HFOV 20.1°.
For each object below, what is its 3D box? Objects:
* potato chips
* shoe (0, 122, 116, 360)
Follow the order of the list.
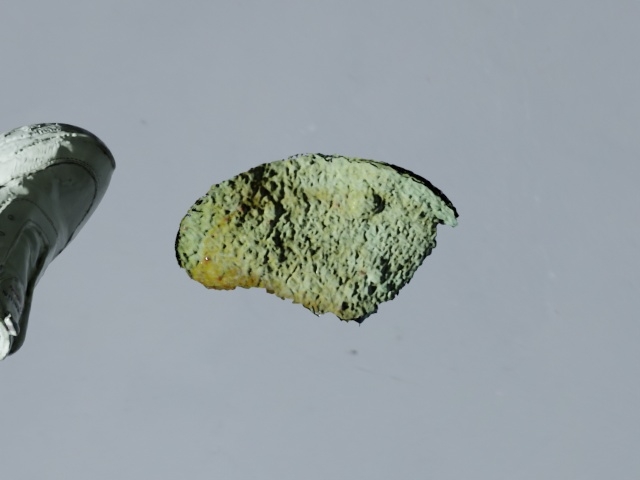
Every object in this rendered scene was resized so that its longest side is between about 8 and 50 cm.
[{"bbox_3d":[0.000,0.000,1.344,0.209,0.026,0.142,-23,100,-3],"label":"potato chips"},{"bbox_3d":[-0.313,0.034,1.688,0.342,0.132,0.210,-37,39,-13],"label":"shoe"}]
